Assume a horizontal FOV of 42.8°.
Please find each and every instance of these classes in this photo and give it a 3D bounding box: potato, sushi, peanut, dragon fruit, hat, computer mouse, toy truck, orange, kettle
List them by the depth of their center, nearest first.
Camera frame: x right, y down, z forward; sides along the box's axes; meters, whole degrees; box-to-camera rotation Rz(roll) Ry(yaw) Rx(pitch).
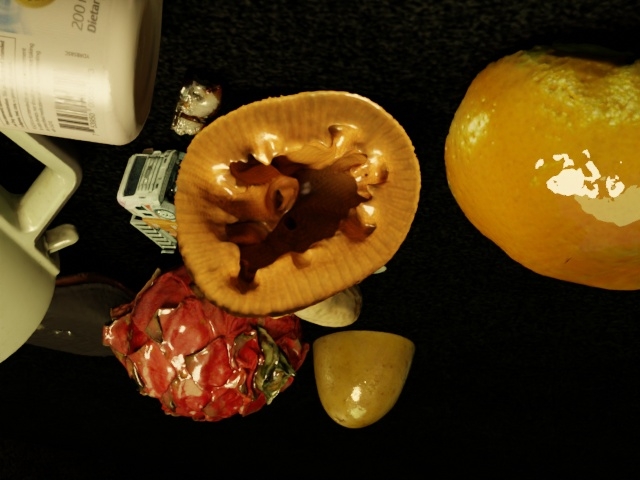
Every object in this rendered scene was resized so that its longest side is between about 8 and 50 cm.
[{"bbox_3d":[0.283,-0.066,0.764,0.335,0.196,0.262,7,142,12],"label":"orange"},{"bbox_3d":[-0.122,-0.132,0.823,0.046,0.044,0.083,13,155,-14],"label":"sushi"},{"bbox_3d":[-0.028,-0.014,0.895,0.234,0.244,0.233,13,168,1],"label":"hat"},{"bbox_3d":[-0.439,-0.039,0.902,0.361,0.250,0.376,-18,150,0],"label":"kettle"},{"bbox_3d":[-0.180,-0.041,0.989,0.115,0.080,0.177,5,158,23],"label":"toy truck"},{"bbox_3d":[-0.033,0.049,1.073,0.228,0.085,0.104,30,164,-38],"label":"peanut"},{"bbox_3d":[-0.165,0.135,1.165,0.299,0.244,0.244,7,155,6],"label":"dragon fruit"},{"bbox_3d":[-0.388,0.101,1.276,0.183,0.116,0.323,-12,157,26],"label":"computer mouse"},{"bbox_3d":[0.067,0.262,1.484,0.204,0.158,0.178,-6,151,30],"label":"potato"}]

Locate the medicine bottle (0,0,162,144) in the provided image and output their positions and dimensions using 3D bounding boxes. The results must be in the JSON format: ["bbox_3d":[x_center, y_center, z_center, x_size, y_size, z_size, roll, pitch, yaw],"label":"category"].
[{"bbox_3d":[-0.280,-0.171,0.644,0.289,0.157,0.157,8,154,-5],"label":"medicine bottle"}]

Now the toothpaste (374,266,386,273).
[{"bbox_3d":[0.000,0.000,1.082,0.067,0.037,0.255,-6,156,34],"label":"toothpaste"}]
